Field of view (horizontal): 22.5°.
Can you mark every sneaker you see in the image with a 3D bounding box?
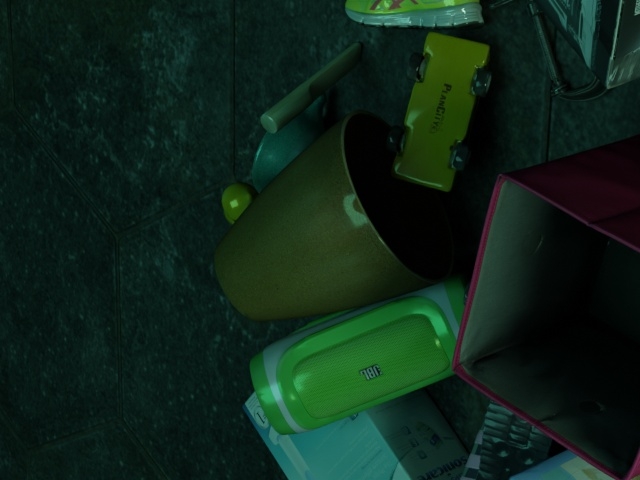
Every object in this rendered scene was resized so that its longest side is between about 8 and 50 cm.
[{"bbox_3d":[0.238,0.291,2.020,0.112,0.131,0.319,25,120,10],"label":"sneaker"},{"bbox_3d":[0.118,-0.309,1.997,0.208,0.081,0.094,6,100,40],"label":"sneaker"}]

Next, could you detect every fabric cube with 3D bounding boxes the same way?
[{"bbox_3d":[0.338,0.064,1.735,0.259,0.258,0.254,33,124,36],"label":"fabric cube"}]

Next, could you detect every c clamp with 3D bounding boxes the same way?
[{"bbox_3d":[0.280,-0.232,1.883,0.137,0.022,0.161,-27,81,43],"label":"c clamp"}]

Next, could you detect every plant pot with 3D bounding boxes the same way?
[{"bbox_3d":[0.000,0.000,2.023,0.254,0.237,0.237,-30,79,26],"label":"plant pot"}]

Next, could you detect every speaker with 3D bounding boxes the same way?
[{"bbox_3d":[0.065,0.145,2.050,0.296,0.131,0.131,-23,84,10],"label":"speaker"}]

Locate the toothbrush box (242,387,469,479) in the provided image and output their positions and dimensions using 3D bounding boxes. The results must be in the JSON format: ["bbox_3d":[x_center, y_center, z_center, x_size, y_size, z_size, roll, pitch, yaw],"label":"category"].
[{"bbox_3d":[0.054,0.277,2.210,0.295,0.126,0.216,56,135,20],"label":"toothbrush box"}]

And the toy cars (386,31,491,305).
[{"bbox_3d":[0.197,-0.063,1.971,0.176,0.087,0.394,-27,83,12],"label":"toy cars"}]

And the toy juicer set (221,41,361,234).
[{"bbox_3d":[-0.063,-0.108,2.151,0.089,0.209,0.329,31,125,27],"label":"toy juicer set"}]

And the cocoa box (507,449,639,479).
[{"bbox_3d":[0.366,0.421,1.837,0.347,0.231,0.228,42,130,30],"label":"cocoa box"}]

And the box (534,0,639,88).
[{"bbox_3d":[0.266,-0.351,1.702,0.242,0.076,0.307,88,156,-52],"label":"box"}]
